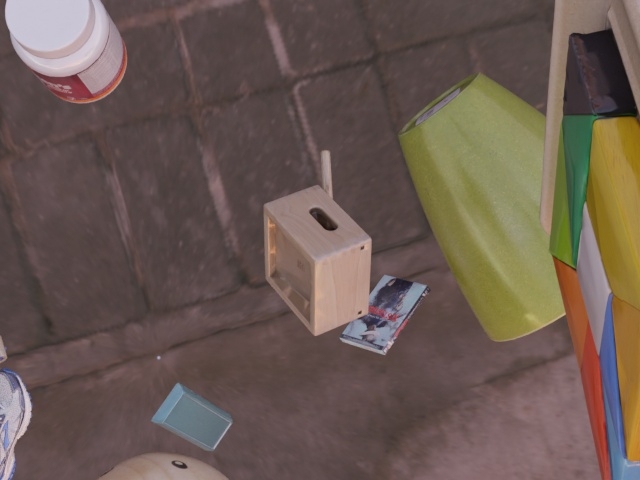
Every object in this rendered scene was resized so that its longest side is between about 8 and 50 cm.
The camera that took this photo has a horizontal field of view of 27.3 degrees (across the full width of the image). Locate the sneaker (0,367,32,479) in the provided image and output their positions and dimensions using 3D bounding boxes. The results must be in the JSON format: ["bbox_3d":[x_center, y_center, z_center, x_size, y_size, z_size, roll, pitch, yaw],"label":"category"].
[{"bbox_3d":[-0.340,0.200,1.366,0.052,0.058,0.135,14,99,25],"label":"sneaker"}]

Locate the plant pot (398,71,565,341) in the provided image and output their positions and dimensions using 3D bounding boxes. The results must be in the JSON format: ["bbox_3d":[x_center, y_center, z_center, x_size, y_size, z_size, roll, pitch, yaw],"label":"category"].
[{"bbox_3d":[0.243,-0.065,1.740,0.275,0.275,0.293,-40,98,-9],"label":"plant pot"}]

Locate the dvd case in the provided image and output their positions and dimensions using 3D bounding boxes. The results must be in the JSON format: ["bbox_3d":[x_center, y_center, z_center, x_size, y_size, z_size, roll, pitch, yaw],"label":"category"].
[{"bbox_3d":[0.091,0.103,1.851,0.119,0.087,0.013,-54,130,-20],"label":"dvd case"}]

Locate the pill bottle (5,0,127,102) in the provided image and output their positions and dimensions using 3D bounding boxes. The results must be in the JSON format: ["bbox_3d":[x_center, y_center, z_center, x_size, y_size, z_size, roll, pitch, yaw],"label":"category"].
[{"bbox_3d":[-0.317,-0.253,1.641,0.121,0.221,0.121,0,82,2],"label":"pill bottle"}]

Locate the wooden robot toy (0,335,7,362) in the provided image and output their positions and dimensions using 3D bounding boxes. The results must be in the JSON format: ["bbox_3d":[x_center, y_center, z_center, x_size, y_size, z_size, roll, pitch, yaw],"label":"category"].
[{"bbox_3d":[-0.432,0.173,1.664,0.076,0.173,0.079,-5,63,-38],"label":"wooden robot toy"}]

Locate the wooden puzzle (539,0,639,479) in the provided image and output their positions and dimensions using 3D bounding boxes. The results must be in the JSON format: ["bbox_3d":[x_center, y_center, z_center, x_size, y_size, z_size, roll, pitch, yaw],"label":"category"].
[{"bbox_3d":[0.135,0.017,0.579,0.044,0.221,0.239,-10,51,-2],"label":"wooden puzzle"}]

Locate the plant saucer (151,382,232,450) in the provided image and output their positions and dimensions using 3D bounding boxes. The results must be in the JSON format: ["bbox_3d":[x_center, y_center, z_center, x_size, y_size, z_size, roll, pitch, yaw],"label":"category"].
[{"bbox_3d":[-0.184,0.265,1.937,0.018,0.192,0.067,31,82,27],"label":"plant saucer"}]

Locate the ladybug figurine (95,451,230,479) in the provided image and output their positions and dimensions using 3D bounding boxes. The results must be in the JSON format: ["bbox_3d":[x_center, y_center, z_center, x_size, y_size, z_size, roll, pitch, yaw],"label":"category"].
[{"bbox_3d":[-0.201,0.455,1.557,0.305,0.162,0.449,-11,61,7],"label":"ladybug figurine"}]

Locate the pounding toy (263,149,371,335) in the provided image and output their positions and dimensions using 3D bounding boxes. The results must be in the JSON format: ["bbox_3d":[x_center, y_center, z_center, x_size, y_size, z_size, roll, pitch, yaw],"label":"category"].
[{"bbox_3d":[0.000,0.000,1.442,0.100,0.130,0.141,-21,45,-24],"label":"pounding toy"}]
